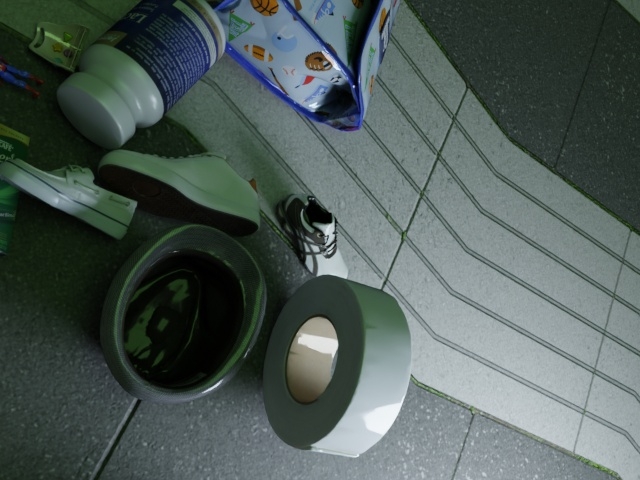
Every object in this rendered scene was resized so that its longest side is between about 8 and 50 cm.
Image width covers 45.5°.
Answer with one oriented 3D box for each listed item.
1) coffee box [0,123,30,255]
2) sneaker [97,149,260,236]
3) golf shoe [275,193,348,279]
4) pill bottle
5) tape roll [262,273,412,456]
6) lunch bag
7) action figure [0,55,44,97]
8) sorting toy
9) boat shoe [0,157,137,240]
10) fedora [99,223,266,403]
[{"bbox_3d":[-0.477,-0.080,1.071,0.113,0.041,0.184,32,59,-58],"label":"coffee box"},{"bbox_3d":[-0.228,-0.103,1.259,0.290,0.106,0.123,22,55,-37],"label":"sneaker"},{"bbox_3d":[0.000,0.000,1.396,0.198,0.094,0.077,54,54,-16],"label":"golf shoe"},{"bbox_3d":[-0.281,-0.274,1.211,0.153,0.153,0.264,47,57,-19],"label":"pill bottle"},{"bbox_3d":[0.020,0.203,1.248,0.100,0.286,0.286,19,70,-32],"label":"tape roll"},{"bbox_3d":[0.000,-0.434,1.410,0.385,0.239,0.327,40,58,-41],"label":"lunch bag"},{"bbox_3d":[-0.472,-0.253,1.138,0.115,0.030,0.038,31,68,-43],"label":"action figure"},{"bbox_3d":[-0.412,-0.306,1.195,0.075,0.045,0.083,22,68,-23],"label":"sorting toy"},{"bbox_3d":[-0.368,-0.077,1.127,0.226,0.083,0.075,37,76,-53],"label":"boat shoe"},{"bbox_3d":[-0.225,0.115,1.186,0.244,0.124,0.275,30,73,-25],"label":"fedora"}]
